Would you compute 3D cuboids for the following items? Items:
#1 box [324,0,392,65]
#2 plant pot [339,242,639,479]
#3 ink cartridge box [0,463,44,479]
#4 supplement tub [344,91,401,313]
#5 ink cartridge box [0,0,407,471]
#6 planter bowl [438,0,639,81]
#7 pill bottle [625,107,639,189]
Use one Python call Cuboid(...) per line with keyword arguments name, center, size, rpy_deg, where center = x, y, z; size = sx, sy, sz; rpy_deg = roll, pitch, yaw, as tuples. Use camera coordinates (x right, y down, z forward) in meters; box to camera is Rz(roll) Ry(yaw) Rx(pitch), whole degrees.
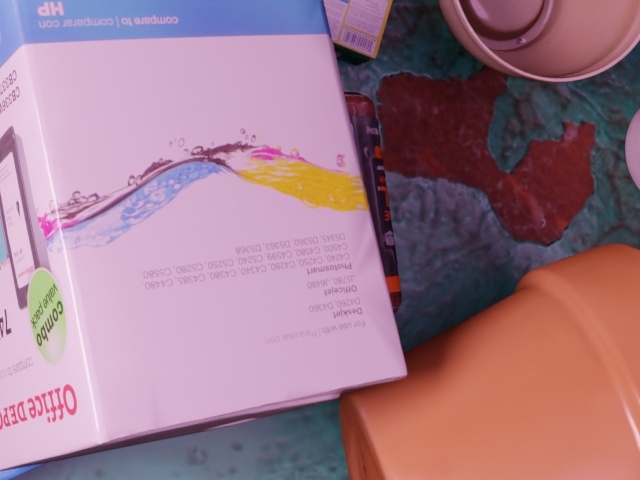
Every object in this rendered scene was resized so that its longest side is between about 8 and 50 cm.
Cuboid(name="box", center=(0.014, -0.233, 0.909), size=(0.105, 0.043, 0.179), rpy_deg=(19, 84, -20))
Cuboid(name="plant pot", center=(0.136, 0.167, 0.797), size=(0.204, 0.291, 0.290), rpy_deg=(-15, 90, -8))
Cuboid(name="ink cartridge box", center=(-0.249, 0.073, 0.818), size=(0.140, 0.082, 0.190), rpy_deg=(-24, 89, -13))
Cuboid(name="supplement tub", center=(0.000, 0.000, 0.866), size=(0.106, 0.106, 0.197), rpy_deg=(-7, 89, -13))
Cuboid(name="ink cartridge box", center=(-0.103, -0.016, 0.742), size=(0.197, 0.198, 0.270), rpy_deg=(-8, 80, -33))
Cuboid(name="planter bowl", center=(0.153, -0.194, 0.907), size=(0.162, 0.109, 0.162), rpy_deg=(-1, 92, -15))
Cuboid(name="pill bottle", center=(0.315, -0.078, 0.878), size=(0.121, 0.221, 0.121), rpy_deg=(1, 86, -12))
